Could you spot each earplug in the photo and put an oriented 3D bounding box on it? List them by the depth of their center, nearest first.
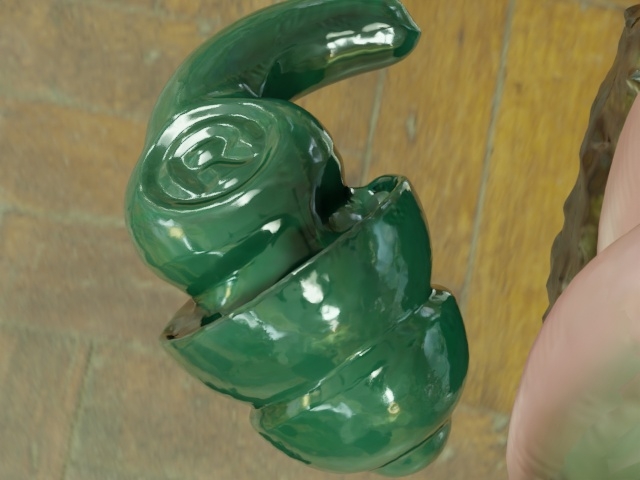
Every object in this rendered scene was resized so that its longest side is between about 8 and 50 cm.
[{"bbox_3d":[-0.003,0.002,1.090,0.164,0.257,0.280,-28,92,24],"label":"earplug"}]

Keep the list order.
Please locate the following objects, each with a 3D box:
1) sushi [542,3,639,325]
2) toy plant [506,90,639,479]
[{"bbox_3d":[0.304,-0.007,1.225,0.281,0.299,0.294,6,106,-22],"label":"sushi"},{"bbox_3d":[0.118,0.073,0.443,0.317,0.210,0.356,23,53,0],"label":"toy plant"}]
